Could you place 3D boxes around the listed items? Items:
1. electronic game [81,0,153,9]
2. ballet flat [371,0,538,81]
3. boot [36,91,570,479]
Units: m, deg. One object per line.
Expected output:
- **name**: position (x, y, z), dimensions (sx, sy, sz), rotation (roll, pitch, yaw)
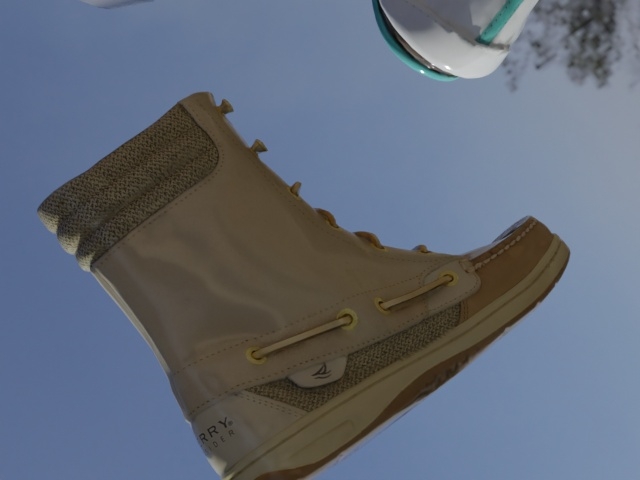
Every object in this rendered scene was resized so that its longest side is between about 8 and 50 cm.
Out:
- **electronic game**: position (-0.215, -0.221, 0.930), dimensions (0.229, 0.048, 0.229), rotation (27, -170, -5)
- **ballet flat**: position (0.077, -0.285, 0.894), dimensions (0.139, 0.139, 0.400), rotation (35, -145, -49)
- **boot**: position (0.000, 0.000, 0.734), dimensions (0.262, 0.095, 0.203), rotation (-32, -100, -34)
